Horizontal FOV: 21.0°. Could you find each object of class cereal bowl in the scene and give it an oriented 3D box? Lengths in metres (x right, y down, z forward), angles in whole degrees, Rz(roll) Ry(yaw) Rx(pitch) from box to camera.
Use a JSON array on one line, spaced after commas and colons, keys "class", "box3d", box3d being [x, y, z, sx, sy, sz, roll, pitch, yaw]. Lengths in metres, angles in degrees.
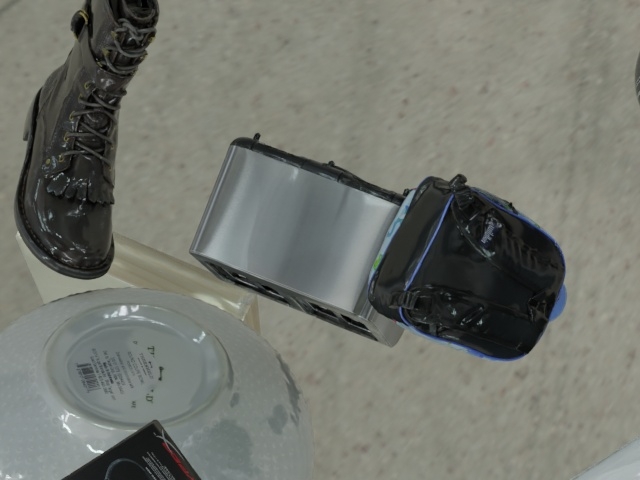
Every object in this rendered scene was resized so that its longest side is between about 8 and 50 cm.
[{"class": "cereal bowl", "box3d": [-0.164, 0.158, 1.518, 0.339, 0.339, 0.141, 22, 132, 13]}]

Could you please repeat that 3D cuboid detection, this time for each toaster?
[{"class": "toaster", "box3d": [0.000, 0.000, 1.378, 0.168, 0.186, 0.110, 20, 82, 13]}]

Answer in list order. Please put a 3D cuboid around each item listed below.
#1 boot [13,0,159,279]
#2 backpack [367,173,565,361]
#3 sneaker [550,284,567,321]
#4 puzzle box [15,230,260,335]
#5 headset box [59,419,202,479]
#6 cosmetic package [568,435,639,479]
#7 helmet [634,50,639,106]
[{"class": "boot", "box3d": [-0.205, -0.123, 1.561, 0.091, 0.263, 0.229, 7, 140, -26]}, {"class": "backpack", "box3d": [0.096, 0.019, 1.130, 0.114, 0.084, 0.105, 25, 91, -28]}, {"class": "sneaker", "box3d": [0.126, 0.041, 1.725, 0.232, 0.090, 0.081, -1, 72, 24]}, {"class": "puzzle box", "box3d": [-0.200, 0.097, 2.032, 0.272, 0.409, 0.052, 22, 70, 7]}, {"class": "headset box", "box3d": [-0.137, 0.265, 1.133, 0.110, 0.293, 0.218, -38, 87, 19]}, {"class": "cosmetic package", "box3d": [0.285, 0.185, 1.108, 0.224, 0.224, 0.138, -37, 62, 24]}, {"class": "helmet", "box3d": [0.380, -0.161, 1.628, 0.169, 0.161, 0.169, 1, 98, 10]}]
